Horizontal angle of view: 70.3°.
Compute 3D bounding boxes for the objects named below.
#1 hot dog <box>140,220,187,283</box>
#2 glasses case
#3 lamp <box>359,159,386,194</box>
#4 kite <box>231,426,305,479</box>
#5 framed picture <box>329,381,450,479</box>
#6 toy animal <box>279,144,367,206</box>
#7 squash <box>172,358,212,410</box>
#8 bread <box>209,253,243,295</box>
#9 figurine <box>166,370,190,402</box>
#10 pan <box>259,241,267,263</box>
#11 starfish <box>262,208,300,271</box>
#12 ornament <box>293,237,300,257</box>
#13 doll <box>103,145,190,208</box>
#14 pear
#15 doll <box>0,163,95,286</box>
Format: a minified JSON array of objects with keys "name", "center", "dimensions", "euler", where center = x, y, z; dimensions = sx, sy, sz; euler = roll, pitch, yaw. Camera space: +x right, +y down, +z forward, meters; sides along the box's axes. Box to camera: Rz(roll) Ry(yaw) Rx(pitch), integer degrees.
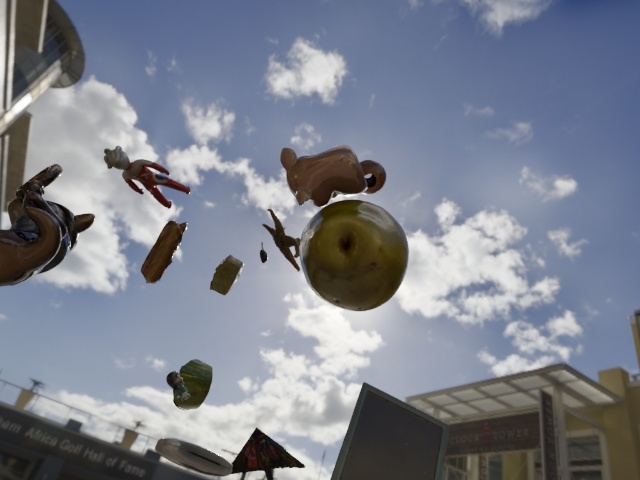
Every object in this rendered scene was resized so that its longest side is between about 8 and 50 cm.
[{"name":"hot dog","center":[-0.566,0.041,1.643],"dimensions":[0.072,0.269,0.109],"euler":[29,6,-40]},{"name":"glasses case","center":[-0.280,0.485,1.015],"dimensions":[0.074,0.049,0.193],"euler":[-19,-47,36]},{"name":"lamp","center":[0.186,-0.245,1.756],"dimensions":[0.137,0.136,0.136],"euler":[11,-37,8]},{"name":"kite","center":[-0.222,0.806,1.697],"dimensions":[0.321,0.016,0.233],"euler":[-10,-80,7]},{"name":"framed picture","center":[0.139,0.442,0.899],"dimensions":[0.217,0.274,0.017],"euler":[28,-44,4]},{"name":"toy animal","center":[0.016,-0.209,1.465],"dimensions":[0.256,0.195,0.213],"euler":[-23,-16,-7]},{"name":"squash","center":[-0.466,0.547,1.707],"dimensions":[0.085,0.191,0.184],"euler":[7,-18,19]},{"name":"bread","center":[-0.358,0.130,1.748],"dimensions":[0.086,0.156,0.125],"euler":[28,6,1]},{"name":"figurine","center":[-0.458,0.469,1.464],"dimensions":[0.106,0.047,0.060],"euler":[51,-27,21]},{"name":"pan","center":[-0.271,0.055,2.181],"dimensions":[0.024,0.068,0.115],"euler":[-12,-56,-25]},{"name":"starfish","center":[-0.134,-0.001,1.733],"dimensions":[0.247,0.050,0.138],"euler":[51,-29,8]},{"name":"ornament","center":[0.000,0.000,1.985],"dimensions":[0.230,0.244,0.061],"euler":[31,-14,-28]},{"name":"doll","center":[-0.754,-0.274,1.950],"dimensions":[0.188,0.099,0.384],"euler":[-31,-41,18]},{"name":"pear","center":[0.103,0.045,1.448],"dimensions":[0.363,0.362,0.418],"euler":[8,-6,12]},{"name":"doll","center":[-0.722,-0.018,1.111],"dimensions":[0.209,0.339,0.318],"euler":[37,-81,-15]}]
